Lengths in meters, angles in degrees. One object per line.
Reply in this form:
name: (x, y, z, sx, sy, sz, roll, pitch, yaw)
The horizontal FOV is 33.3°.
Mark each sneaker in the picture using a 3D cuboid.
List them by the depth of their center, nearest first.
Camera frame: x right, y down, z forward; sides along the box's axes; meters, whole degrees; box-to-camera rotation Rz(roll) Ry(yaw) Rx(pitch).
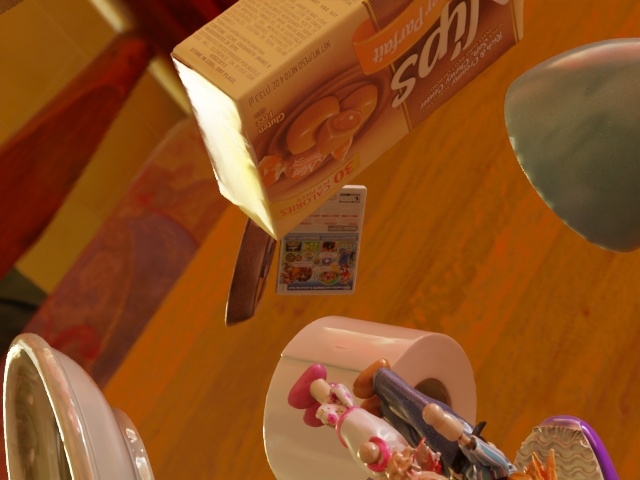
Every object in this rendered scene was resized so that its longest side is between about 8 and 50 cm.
sneaker: (0.274, 0.287, 1.071, 0.102, 0.293, 0.146, -3, 21, 36)

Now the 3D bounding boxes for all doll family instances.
doll family: (0.098, 0.158, 0.733, 0.118, 0.263, 0.163, -45, 52, -11)

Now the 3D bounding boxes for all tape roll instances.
tape roll: (0.067, 0.227, 1.372, 0.169, 0.246, 0.246, 6, 61, 39)

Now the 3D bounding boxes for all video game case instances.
video game case: (0.000, 0.000, 1.134, 0.087, 0.122, 0.011, 0, 20, -17)

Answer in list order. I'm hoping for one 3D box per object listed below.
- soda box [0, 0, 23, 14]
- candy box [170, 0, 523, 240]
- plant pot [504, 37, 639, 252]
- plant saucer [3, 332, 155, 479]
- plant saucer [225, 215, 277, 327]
soda box: (-0.285, -0.285, 1.046, 0.181, 0.058, 0.061, -32, 52, -6)
candy box: (0.039, -0.166, 0.897, 0.316, 0.183, 0.087, -41, 60, -18)
plant pot: (0.417, -0.156, 1.422, 0.195, 0.290, 0.290, -39, 39, 42)
plant saucer: (-0.243, 0.290, 1.124, 0.100, 0.401, 0.400, -7, 40, -26)
plant saucer: (-0.070, 0.017, 1.172, 0.029, 0.168, 0.168, 15, 62, 2)
